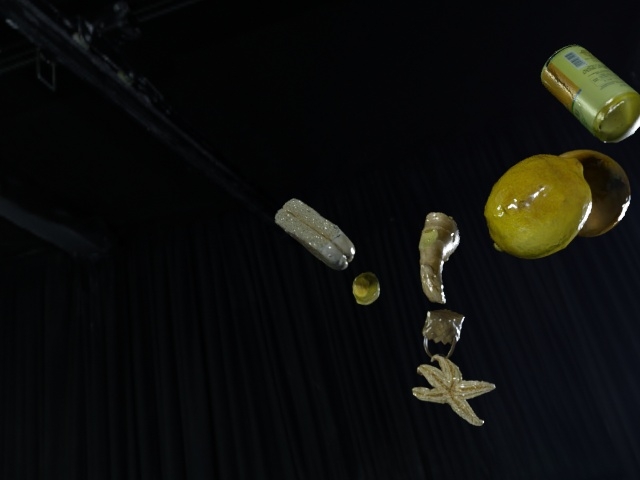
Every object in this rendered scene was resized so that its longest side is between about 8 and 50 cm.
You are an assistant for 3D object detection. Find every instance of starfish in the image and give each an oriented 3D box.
[{"bbox_3d":[0.379,0.421,1.863,0.216,0.238,0.071,-27,-31,-4],"label":"starfish"}]

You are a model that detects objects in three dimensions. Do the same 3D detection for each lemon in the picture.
[{"bbox_3d":[0.531,-0.084,1.612,0.234,0.233,0.288,22,-72,-49],"label":"lemon"}]

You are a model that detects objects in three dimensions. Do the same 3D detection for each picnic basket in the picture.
[{"bbox_3d":[0.433,0.341,2.364,0.138,0.178,0.128,-1,13,-42],"label":"picnic basket"}]

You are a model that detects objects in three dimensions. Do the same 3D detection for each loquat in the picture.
[{"bbox_3d":[0.765,-0.137,1.934,0.263,0.262,0.263,-9,-26,-5],"label":"loquat"}]

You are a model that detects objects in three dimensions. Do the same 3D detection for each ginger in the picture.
[{"bbox_3d":[0.275,0.040,1.556,0.086,0.294,0.131,-4,-53,20],"label":"ginger"}]

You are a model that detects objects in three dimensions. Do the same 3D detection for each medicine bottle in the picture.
[{"bbox_3d":[0.584,-0.309,1.408,0.124,0.238,0.124,-14,-41,-12],"label":"medicine bottle"}]

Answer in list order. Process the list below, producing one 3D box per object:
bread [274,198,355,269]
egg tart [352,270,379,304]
[{"bbox_3d":[0.002,-0.005,1.927,0.102,0.337,0.183,-50,-54,-3],"label":"bread"},{"bbox_3d":[0.135,0.146,2.024,0.105,0.105,0.039,-26,-25,27],"label":"egg tart"}]
